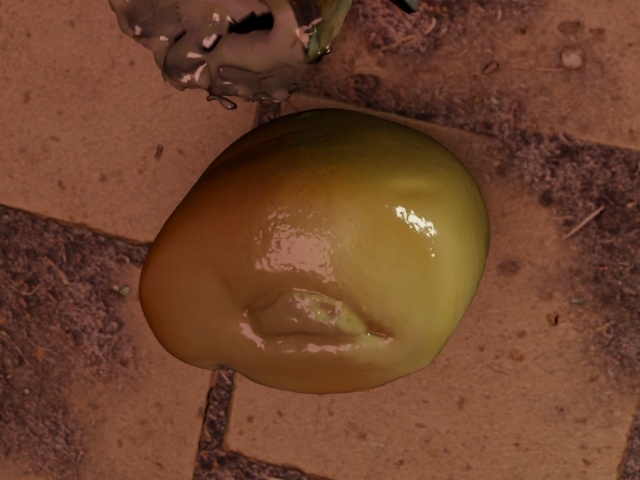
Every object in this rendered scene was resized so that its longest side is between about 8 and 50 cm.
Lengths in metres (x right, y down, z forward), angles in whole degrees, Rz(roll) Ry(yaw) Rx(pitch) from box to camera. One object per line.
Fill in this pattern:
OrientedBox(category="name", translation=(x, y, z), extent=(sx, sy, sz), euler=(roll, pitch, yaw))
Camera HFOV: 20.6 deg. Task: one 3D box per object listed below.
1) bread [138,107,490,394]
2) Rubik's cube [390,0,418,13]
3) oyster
OrientedBox(category="bread", translation=(0.000, 0.000, 1.857), extent=(0.348, 0.376, 0.253), euler=(2, 108, 13))
OrientedBox(category="Rubik's cube", translation=(0.050, -0.318, 1.857), extent=(0.284, 0.250, 0.234), euler=(-23, 122, 14))
OrientedBox(category="oyster", translation=(-0.112, -0.262, 1.895), extent=(0.351, 0.114, 0.238), euler=(0, 135, 36))
